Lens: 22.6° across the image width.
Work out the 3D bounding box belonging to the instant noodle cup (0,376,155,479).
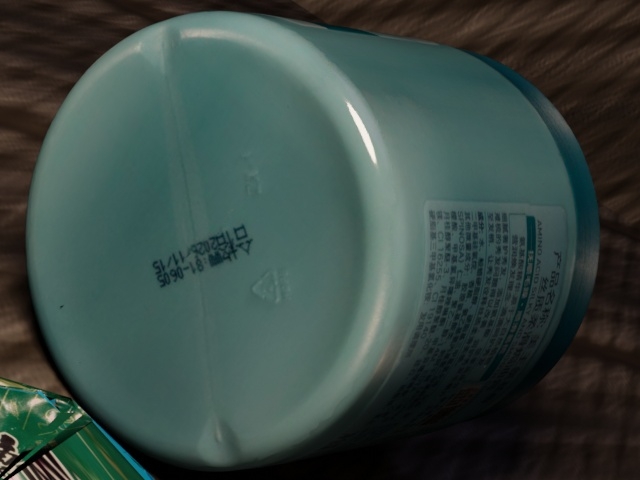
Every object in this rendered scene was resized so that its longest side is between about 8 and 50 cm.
[{"bbox_3d":[-0.177,0.192,0.721,0.240,0.178,0.240,32,20,-13],"label":"instant noodle cup"}]

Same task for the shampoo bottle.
[{"bbox_3d":[0.000,0.000,1.235,0.331,0.331,0.342,45,23,23],"label":"shampoo bottle"}]
